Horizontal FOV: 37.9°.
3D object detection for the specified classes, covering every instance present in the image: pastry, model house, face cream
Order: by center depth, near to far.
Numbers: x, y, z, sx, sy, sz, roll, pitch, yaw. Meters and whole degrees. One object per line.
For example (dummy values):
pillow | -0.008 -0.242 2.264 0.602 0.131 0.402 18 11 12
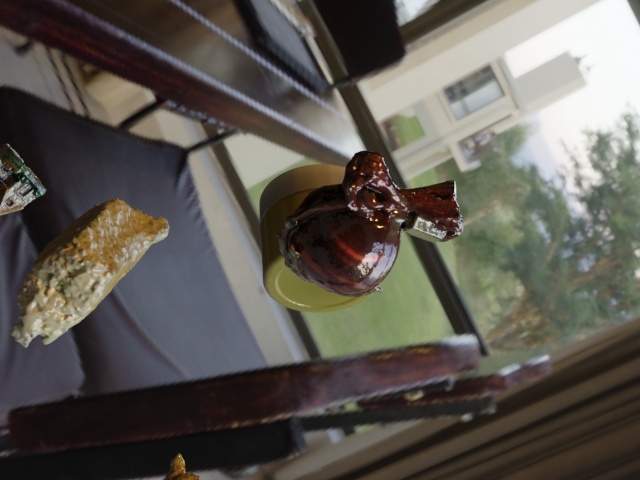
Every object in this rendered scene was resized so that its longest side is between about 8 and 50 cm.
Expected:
pastry | -0.248 0.018 1.028 0.089 0.121 0.258 59 15 -15
model house | -0.570 -0.104 1.681 0.101 0.100 0.088 58 -11 -33
face cream | 0.000 0.000 1.681 0.218 0.218 0.179 48 28 -47

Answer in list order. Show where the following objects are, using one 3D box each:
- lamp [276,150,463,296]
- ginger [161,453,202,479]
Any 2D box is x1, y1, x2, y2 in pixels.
lamp | 0.060 -0.004 1.264 0.215 0.223 0.151 17 59 -30
ginger | -0.243 0.469 1.570 0.102 0.157 0.216 12 67 -22
